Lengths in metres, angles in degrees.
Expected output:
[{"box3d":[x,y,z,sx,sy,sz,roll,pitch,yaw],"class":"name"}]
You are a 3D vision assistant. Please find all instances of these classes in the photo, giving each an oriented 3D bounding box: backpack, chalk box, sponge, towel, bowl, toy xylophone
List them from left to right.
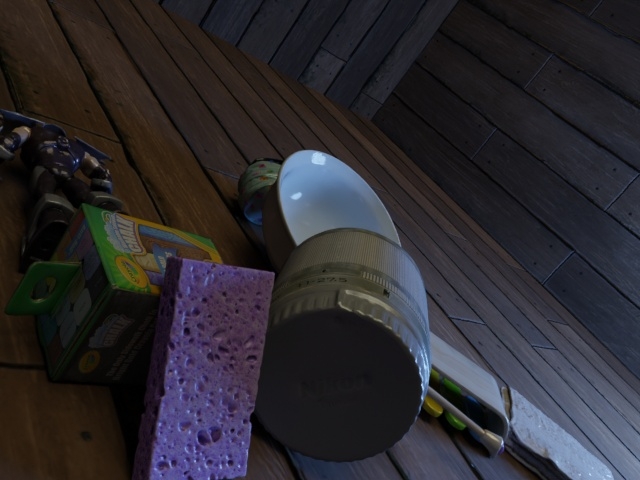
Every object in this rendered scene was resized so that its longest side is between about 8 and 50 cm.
[{"box3d":[-0.211,0.060,0.643,0.213,0.132,0.132,20,26,-44],"class":"chalk box"},{"box3d":[-0.109,0.125,0.597,0.031,0.210,0.117,2,-9,43],"class":"sponge"},{"box3d":[-0.073,-0.085,1.213,0.182,0.152,0.115,20,26,-24],"class":"backpack"},{"box3d":[0.000,0.000,1.082,0.298,0.134,0.297,29,44,-31],"class":"bowl"},{"box3d":[0.186,0.235,1.008,0.323,0.081,0.236,38,19,2],"class":"toy xylophone"},{"box3d":[0.440,0.397,1.135,0.282,0.049,0.187,39,20,4],"class":"towel"}]

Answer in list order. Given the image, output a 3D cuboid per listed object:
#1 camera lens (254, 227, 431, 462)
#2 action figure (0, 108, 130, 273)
[{"box3d":[0.030,0.118,0.796,0.219,0.219,0.274,35,19,-5],"class":"camera lens"},{"box3d":[-0.342,-0.074,0.790,0.185,0.099,0.285,11,27,-38],"class":"action figure"}]
